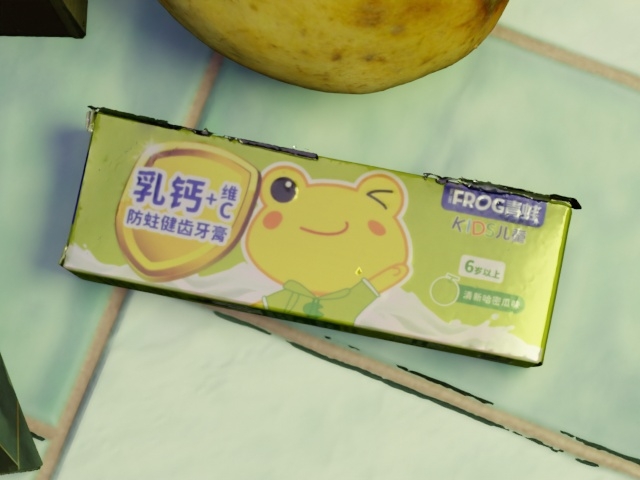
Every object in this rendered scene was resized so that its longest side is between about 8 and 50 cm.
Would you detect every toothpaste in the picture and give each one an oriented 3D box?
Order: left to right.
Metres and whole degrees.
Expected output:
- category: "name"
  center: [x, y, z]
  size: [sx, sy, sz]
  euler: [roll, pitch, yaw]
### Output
- category: "toothpaste"
  center: [0.000, 0.000, 1.172]
  size: [0.327, 0.077, 0.110]
  euler: [11, 85, 3]

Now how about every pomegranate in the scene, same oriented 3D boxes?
- category: "pomegranate"
  center: [0.003, -0.216, 1.110]
  size: [0.260, 0.260, 0.260]
  euler: [0, 83, 1]

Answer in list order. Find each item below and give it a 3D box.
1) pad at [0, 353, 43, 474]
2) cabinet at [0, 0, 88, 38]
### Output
- category: "pad"
  center: [-0.240, 0.035, 1.130]
  size: [0.004, 0.163, 0.243]
  euler: [-22, 84, 5]
- category: "cabinet"
  center: [-0.246, -0.227, 1.136]
  size: [0.174, 0.215, 0.148]
  euler: [1, 83, 1]
